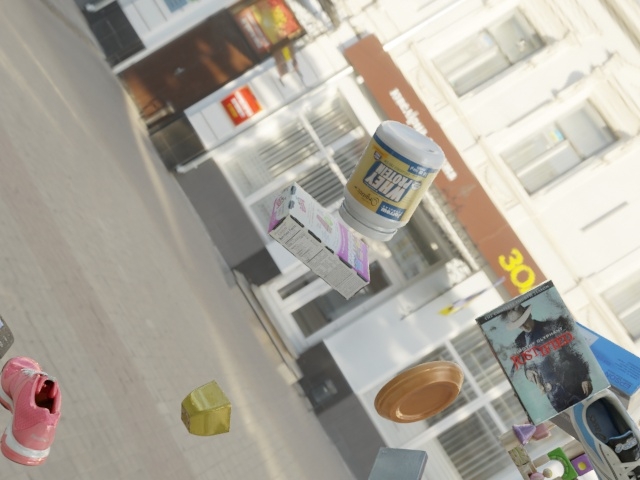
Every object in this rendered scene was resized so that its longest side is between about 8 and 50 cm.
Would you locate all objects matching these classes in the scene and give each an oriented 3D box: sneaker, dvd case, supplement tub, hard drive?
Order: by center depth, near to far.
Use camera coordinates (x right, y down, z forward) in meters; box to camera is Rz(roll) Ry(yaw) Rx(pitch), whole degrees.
[{"bbox_3d":[0.220,0.111,0.649,0.119,0.087,0.013,63,-1,6],"label":"dvd case"},{"bbox_3d":[0.428,0.316,0.912,0.086,0.085,0.237,68,-3,-69],"label":"sneaker"},{"bbox_3d":[0.129,0.430,1.158,0.135,0.094,0.022,-57,133,-46],"label":"hard drive"},{"bbox_3d":[0.133,-0.113,1.263,0.144,0.200,0.144,23,25,-12],"label":"supplement tub"},{"bbox_3d":[-0.595,0.325,1.379,0.116,0.136,0.314,28,11,-37],"label":"sneaker"}]

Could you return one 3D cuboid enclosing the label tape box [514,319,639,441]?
[{"bbox_3d":[0.549,0.341,1.404,0.240,0.106,0.334,34,-36,39],"label":"label tape box"}]

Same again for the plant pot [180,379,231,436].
[{"bbox_3d":[-0.239,0.350,1.336,0.081,0.083,0.081,40,-49,45],"label":"plant pot"}]

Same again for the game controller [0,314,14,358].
[{"bbox_3d":[-0.520,0.099,0.972,0.166,0.067,0.319,51,-18,-12],"label":"game controller"}]

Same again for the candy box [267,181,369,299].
[{"bbox_3d":[0.000,0.000,1.403,0.233,0.071,0.159,42,23,-18],"label":"candy box"}]

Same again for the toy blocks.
[{"bbox_3d":[0.631,0.549,1.640,0.288,0.260,0.309,62,6,27],"label":"toy blocks"}]

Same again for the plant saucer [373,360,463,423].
[{"bbox_3d":[0.210,0.324,1.364,0.200,0.200,0.037,61,5,-49],"label":"plant saucer"}]
